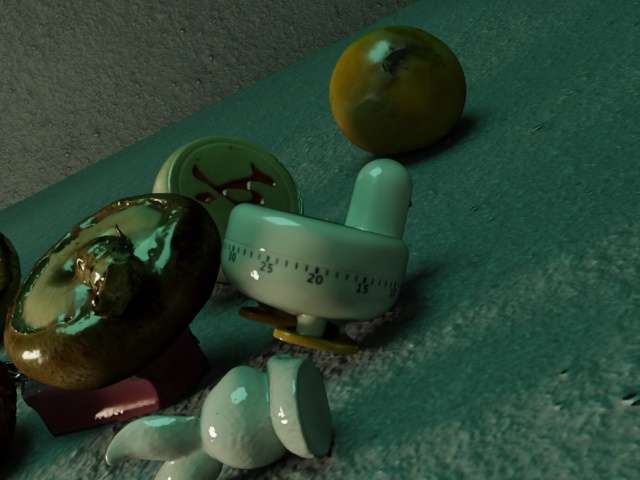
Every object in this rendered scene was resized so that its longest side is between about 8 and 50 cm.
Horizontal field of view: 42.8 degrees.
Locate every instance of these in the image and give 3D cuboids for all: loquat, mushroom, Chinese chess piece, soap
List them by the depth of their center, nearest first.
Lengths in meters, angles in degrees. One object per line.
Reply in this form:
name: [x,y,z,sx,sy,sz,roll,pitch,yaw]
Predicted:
mushroom: [-0.251,0.060,1.013,0.297,0.163,0.278,-44,21,-16]
soap: [-0.276,0.171,1.126,0.249,0.099,0.162,-17,22,26]
Chinese chess piece: [-0.150,-0.051,1.327,0.250,0.250,0.103,-43,-6,-39]
loquat: [0.148,-0.282,1.568,0.263,0.263,0.263,-23,20,9]

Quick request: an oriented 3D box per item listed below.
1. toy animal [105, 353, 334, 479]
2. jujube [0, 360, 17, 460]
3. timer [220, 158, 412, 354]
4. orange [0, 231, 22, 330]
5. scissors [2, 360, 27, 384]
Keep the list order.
toy animal: [-0.098,0.192,0.839,0.220,0.104,0.131,-19,22,17]
jujube: [-0.519,0.246,1.110,0.212,0.213,0.232,-25,24,5]
timer: [0.000,0.000,1.010,0.233,0.240,0.233,13,2,0]
orange: [-0.773,0.136,1.653,0.368,0.271,0.210,-32,-22,-20]
scissors: [-0.595,0.233,1.486,0.109,0.022,0.300,-34,20,-31]
